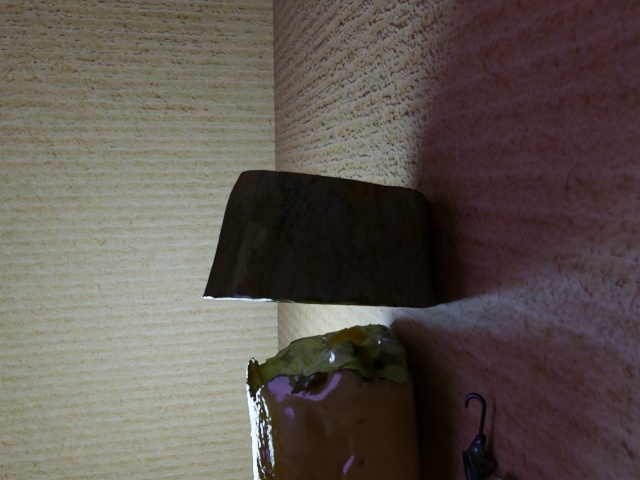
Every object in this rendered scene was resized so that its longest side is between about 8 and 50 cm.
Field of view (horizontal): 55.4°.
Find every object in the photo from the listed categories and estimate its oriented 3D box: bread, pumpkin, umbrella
[{"bbox_3d":[0.010,0.341,0.958,0.361,0.250,0.395,-150,59,-87],"label":"bread"},{"bbox_3d":[0.000,0.000,0.885,0.332,0.332,0.199,162,108,-76],"label":"pumpkin"},{"bbox_3d":[0.189,0.317,0.742,0.044,0.044,0.269,7,100,38],"label":"umbrella"}]

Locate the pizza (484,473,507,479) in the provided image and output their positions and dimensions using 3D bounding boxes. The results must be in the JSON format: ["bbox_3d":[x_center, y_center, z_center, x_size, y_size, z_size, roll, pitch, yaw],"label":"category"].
[{"bbox_3d":[0.183,0.317,0.578,0.181,0.034,0.262,-50,7,-20],"label":"pizza"}]
